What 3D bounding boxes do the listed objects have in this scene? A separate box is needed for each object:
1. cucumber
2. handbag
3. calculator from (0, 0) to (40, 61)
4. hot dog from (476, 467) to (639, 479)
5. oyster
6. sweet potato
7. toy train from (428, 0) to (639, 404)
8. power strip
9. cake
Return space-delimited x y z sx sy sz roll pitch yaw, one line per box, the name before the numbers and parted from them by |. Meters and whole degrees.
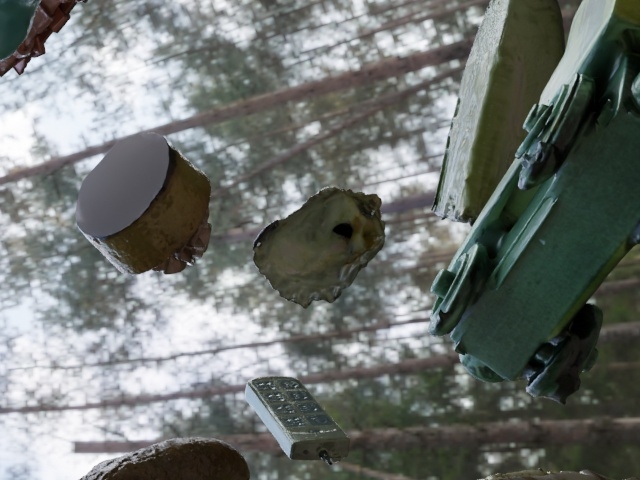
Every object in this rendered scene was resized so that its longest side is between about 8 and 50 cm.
cucumber | 0.232 -0.167 1.418 0.105 0.145 0.325 11 -91 -12
handbag | -0.390 -0.336 1.504 0.157 0.212 0.059 54 -152 11
calculator | -0.245 -0.347 0.908 0.054 0.256 0.386 2 -119 -40
hot dog | 0.096 0.169 0.509 0.268 0.075 0.144 18 -83 -56
oyster | 0.000 0.000 1.075 0.121 0.045 0.146 15 -117 -14
sweet potato | -0.220 0.298 1.308 0.341 0.092 0.114 -21 -47 -36
toy train | 0.201 -0.039 0.897 0.150 0.369 0.237 24 -131 -1
power strip | -0.030 0.227 1.462 0.080 0.227 0.029 2 -72 -24
cake | -0.237 -0.037 1.699 0.178 0.185 0.208 41 -151 -44
